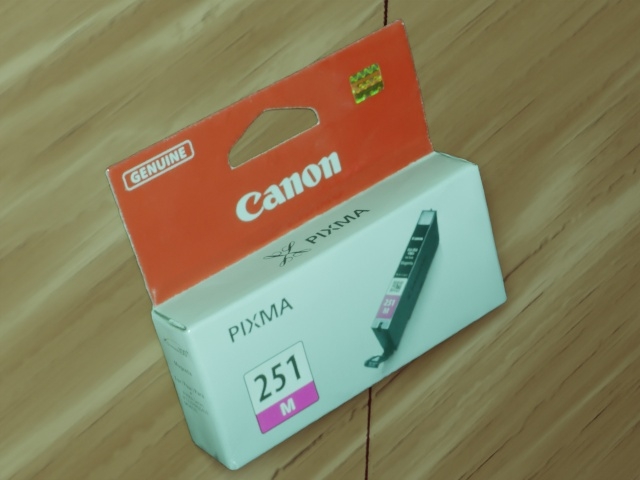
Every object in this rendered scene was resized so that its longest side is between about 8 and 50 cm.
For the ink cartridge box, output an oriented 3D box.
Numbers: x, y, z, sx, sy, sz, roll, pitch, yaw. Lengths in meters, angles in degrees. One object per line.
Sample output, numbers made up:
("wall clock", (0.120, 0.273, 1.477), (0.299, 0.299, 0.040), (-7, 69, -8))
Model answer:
("ink cartridge box", (0.000, 0.000, 1.284), (0.275, 0.060, 0.239), (-30, 122, -25))
